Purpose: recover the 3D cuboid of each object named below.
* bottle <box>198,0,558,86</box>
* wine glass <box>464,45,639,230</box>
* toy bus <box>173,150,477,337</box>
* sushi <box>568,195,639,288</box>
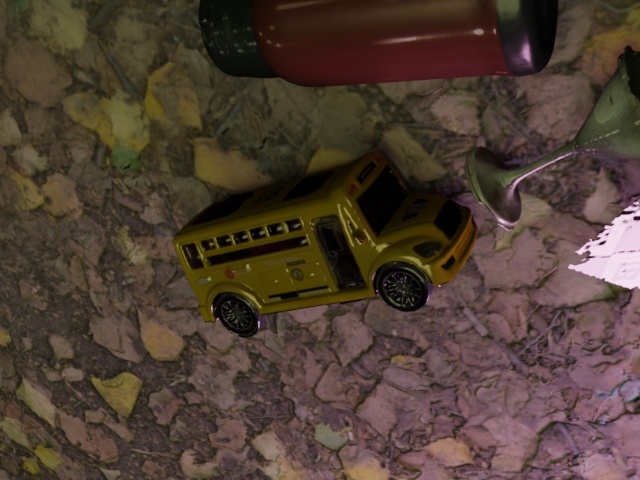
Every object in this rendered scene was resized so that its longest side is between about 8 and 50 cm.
[{"bbox_3d":[0.041,-0.220,0.703,0.336,0.144,0.144,3,119,26],"label":"bottle"},{"bbox_3d":[0.238,-0.084,0.709,0.183,0.122,0.122,-30,103,38],"label":"wine glass"},{"bbox_3d":[0.000,0.000,0.848,0.331,0.145,0.151,-13,111,32],"label":"toy bus"},{"bbox_3d":[0.389,-0.053,0.654,0.264,0.050,0.290,16,131,-26],"label":"sushi"}]
